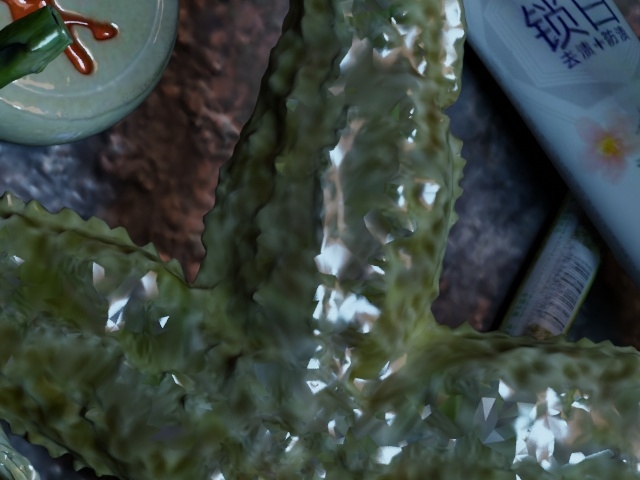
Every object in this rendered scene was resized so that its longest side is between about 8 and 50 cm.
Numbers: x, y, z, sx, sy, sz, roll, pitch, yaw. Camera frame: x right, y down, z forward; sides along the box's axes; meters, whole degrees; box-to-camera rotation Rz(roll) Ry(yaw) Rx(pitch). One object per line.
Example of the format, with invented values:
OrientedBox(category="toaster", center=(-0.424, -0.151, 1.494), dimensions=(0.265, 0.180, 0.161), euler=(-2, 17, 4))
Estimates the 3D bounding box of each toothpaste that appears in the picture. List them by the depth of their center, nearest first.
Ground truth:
OrientedBox(category="toothpaste", center=(0.133, -0.064, 0.921), dimensions=(0.100, 0.066, 0.323), euler=(-28, 80, -29))

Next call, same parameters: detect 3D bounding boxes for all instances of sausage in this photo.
OrientedBox(category="sausage", center=(0.127, 0.000, 0.949), dimensions=(0.033, 0.033, 0.269), euler=(39, 65, -21))

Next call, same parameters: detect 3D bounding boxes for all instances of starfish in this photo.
OrientedBox(category="starfish", center=(0.000, 0.000, 0.707), dimensions=(0.432, 0.082, 0.324), euler=(43, 95, 8))

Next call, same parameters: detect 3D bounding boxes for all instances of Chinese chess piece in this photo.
OrientedBox(category="Chinese chess piece", center=(-0.118, -0.100, 0.806), dimensions=(0.122, 0.051, 0.122), euler=(5, 81, -31))

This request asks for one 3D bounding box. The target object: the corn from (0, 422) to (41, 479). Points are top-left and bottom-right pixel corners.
OrientedBox(category="corn", center=(-0.123, 0.174, 0.699), dimensions=(0.122, 0.123, 0.305), euler=(-23, 109, -7))

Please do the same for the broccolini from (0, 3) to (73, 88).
OrientedBox(category="broccolini", center=(-0.194, -0.001, 0.675), dimensions=(0.254, 0.057, 0.071), euler=(-38, 119, 5))
